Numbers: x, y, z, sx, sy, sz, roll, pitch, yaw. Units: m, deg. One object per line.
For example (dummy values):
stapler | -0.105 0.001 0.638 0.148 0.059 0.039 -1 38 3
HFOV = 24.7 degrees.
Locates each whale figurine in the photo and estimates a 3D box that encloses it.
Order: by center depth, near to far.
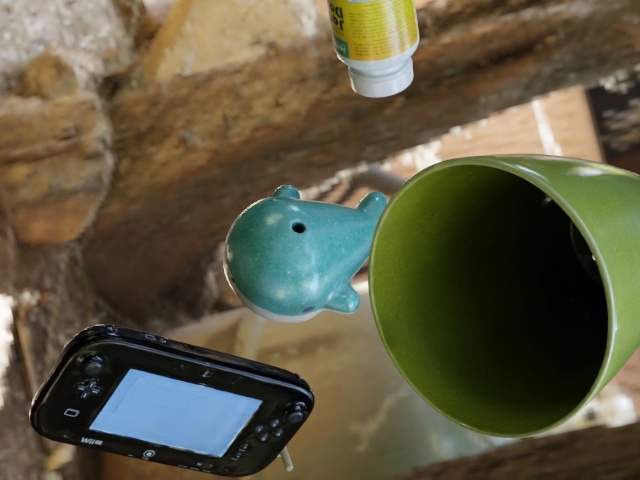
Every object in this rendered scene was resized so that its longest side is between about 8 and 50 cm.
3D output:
whale figurine | 0.000 0.000 2.030 0.216 0.272 0.141 61 -24 22

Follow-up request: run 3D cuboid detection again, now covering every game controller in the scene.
game controller | -0.165 0.188 1.661 0.319 0.166 0.067 18 24 -31

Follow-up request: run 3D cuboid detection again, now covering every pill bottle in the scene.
pill bottle | 0.070 -0.301 1.949 0.117 0.118 0.208 -85 168 -51

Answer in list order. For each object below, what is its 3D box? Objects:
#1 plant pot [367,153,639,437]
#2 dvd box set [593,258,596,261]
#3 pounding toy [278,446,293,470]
plant pot | 0.245 0.023 1.486 0.294 0.275 0.274 -20 96 -48
dvd box set | 0.555 0.168 1.971 0.308 0.062 0.420 41 7 -20
pounding toy | -0.081 0.246 1.958 0.141 0.100 0.130 46 39 -79
